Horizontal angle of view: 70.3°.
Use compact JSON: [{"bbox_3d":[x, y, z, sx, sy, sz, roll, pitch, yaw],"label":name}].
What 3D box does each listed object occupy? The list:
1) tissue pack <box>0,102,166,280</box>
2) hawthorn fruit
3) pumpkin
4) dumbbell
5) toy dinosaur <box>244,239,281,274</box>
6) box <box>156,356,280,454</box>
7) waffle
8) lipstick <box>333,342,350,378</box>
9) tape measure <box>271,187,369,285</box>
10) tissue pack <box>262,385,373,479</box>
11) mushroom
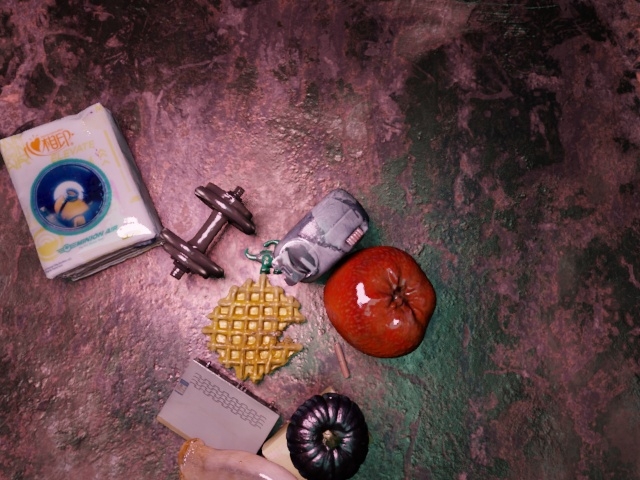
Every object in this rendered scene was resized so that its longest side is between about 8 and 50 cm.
[{"bbox_3d":[-0.615,-0.123,1.197,0.287,0.162,0.388,-24,83,-9],"label":"tissue pack"},{"bbox_3d":[0.134,0.146,1.145,0.275,0.299,0.275,-6,101,-33],"label":"hawthorn fruit"},{"bbox_3d":[0.018,0.444,1.022,0.194,0.150,0.194,-4,99,-26],"label":"pumpkin"},{"bbox_3d":[-0.289,-0.021,1.179,0.192,0.192,0.290,35,80,3],"label":"dumbbell"},{"bbox_3d":[-0.142,0.043,1.248,0.132,0.059,0.096,5,73,-10],"label":"toy dinosaur"},{"bbox_3d":[-0.260,0.449,1.176,0.270,0.045,0.211,31,89,3],"label":"box"},{"bbox_3d":[-0.173,0.231,1.214,0.261,0.056,0.250,-40,84,-4],"label":"waffle"},{"bbox_3d":[0.058,0.324,1.227,0.019,0.019,0.094,-17,82,-5],"label":"lipstick"},{"bbox_3d":[0.000,0.000,1.153,0.275,0.256,0.147,-44,93,-7],"label":"tape measure"},{"bbox_3d":[-0.006,0.504,1.143,0.234,0.125,0.159,-39,83,-7],"label":"tissue pack"},{"bbox_3d":[-0.180,0.555,1.057,0.351,0.095,0.123,10,88,23],"label":"mushroom"}]
